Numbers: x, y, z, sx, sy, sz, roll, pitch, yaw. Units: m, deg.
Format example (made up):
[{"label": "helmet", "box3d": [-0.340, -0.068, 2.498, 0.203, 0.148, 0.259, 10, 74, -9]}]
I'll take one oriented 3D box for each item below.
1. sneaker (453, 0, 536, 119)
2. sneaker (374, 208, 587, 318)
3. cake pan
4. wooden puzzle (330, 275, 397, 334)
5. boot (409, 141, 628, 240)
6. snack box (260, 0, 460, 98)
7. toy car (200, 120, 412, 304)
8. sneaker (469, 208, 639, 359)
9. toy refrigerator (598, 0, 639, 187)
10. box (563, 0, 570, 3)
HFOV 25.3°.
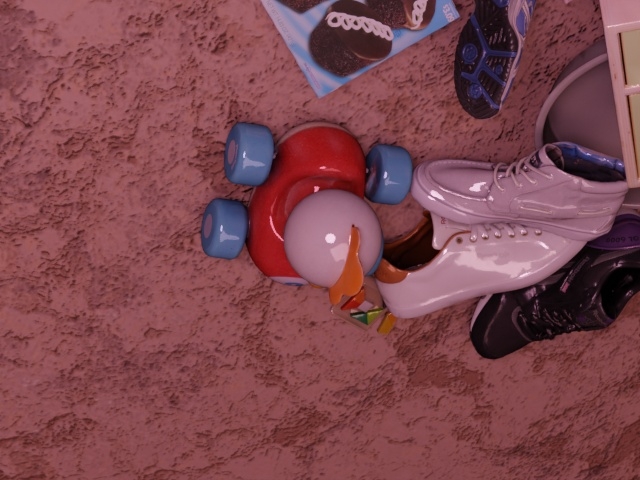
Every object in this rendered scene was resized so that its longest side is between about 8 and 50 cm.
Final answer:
[{"label": "sneaker", "box3d": [0.207, -0.239, 1.603, 0.081, 0.080, 0.211, 0, 104, -53]}, {"label": "sneaker", "box3d": [0.203, 0.000, 1.792, 0.290, 0.106, 0.123, -23, 130, 3]}, {"label": "cake pan", "box3d": [0.403, -0.151, 1.721, 0.293, 0.054, 0.293, 1, 141, 1]}, {"label": "wooden puzzle", "box3d": [0.060, 0.084, 1.871, 0.116, 0.014, 0.078, 23, 116, -28]}, {"label": "boot", "box3d": [0.244, -0.079, 1.717, 0.258, 0.095, 0.123, 9, 143, -6]}, {"label": "snack box", "box3d": [0.002, -0.327, 1.531, 0.187, 0.060, 0.322, -30, 127, 5]}, {"label": "toy car", "box3d": [0.000, 0.000, 1.653, 0.219, 0.238, 0.210, 8, 122, -20]}, {"label": "sneaker", "box3d": [0.321, 0.076, 1.868, 0.283, 0.124, 0.107, -39, 125, 14]}, {"label": "toy refrigerator", "box3d": [0.371, -0.175, 1.568, 0.102, 0.094, 0.269, -8, 141, 12]}, {"label": "box", "box3d": [0.267, -0.399, 1.438, 0.154, 0.142, 0.300, -26, 152, 3]}]
